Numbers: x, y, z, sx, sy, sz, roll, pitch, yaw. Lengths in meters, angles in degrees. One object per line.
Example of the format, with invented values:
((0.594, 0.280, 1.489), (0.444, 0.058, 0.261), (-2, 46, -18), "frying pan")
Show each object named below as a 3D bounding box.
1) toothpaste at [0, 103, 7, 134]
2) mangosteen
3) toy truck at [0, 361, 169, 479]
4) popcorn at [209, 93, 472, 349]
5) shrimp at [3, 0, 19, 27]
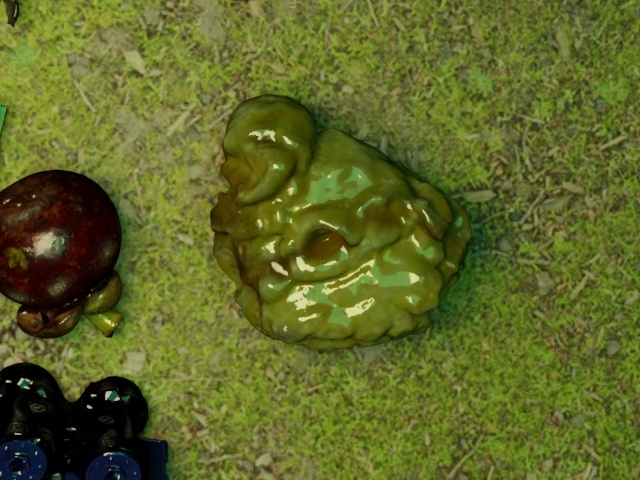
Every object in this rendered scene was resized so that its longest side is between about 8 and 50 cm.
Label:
((-0.356, -0.056, 1.652), (0.037, 0.043, 0.178), (13, 89, -14), "toothpaste")
((-0.269, 0.017, 1.637), (0.146, 0.181, 0.156), (31, 62, 31), "mangosteen")
((-0.260, 0.237, 1.638), (0.213, 0.161, 0.177), (9, 112, -11), "toy truck")
((0.000, 0.000, 1.662), (0.286, 0.174, 0.225), (29, 93, -10), "popcorn")
((-0.288, -0.346, 1.654), (0.145, 0.059, 0.254), (-10, 88, -21), "shrimp")
